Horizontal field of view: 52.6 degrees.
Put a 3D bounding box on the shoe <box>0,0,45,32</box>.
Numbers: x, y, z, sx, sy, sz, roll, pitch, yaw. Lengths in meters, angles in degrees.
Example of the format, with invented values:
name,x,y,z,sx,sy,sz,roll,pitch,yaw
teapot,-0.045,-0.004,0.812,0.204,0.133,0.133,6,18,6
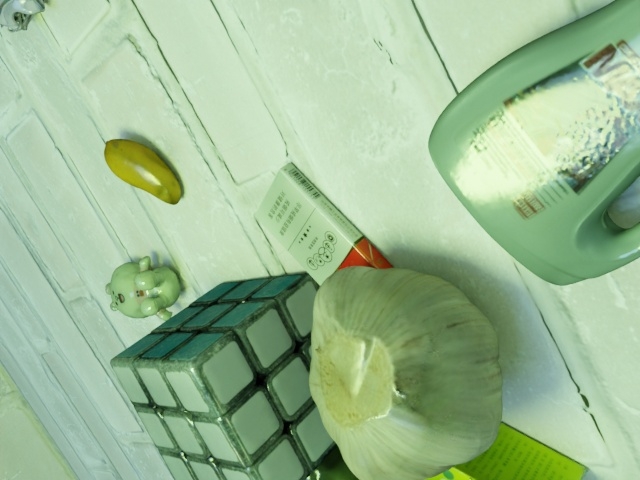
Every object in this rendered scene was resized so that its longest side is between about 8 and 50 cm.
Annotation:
name,x,y,z,sx,sy,sz,roll,pitch,yaw
shoe,-0.636,-0.470,1.299,0.245,0.095,0.138,-23,98,42

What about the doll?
name,x,y,z,sx,sy,sz,roll,pitch,yaw
doll,-0.407,0.117,1.491,0.275,0.113,0.155,-10,101,53

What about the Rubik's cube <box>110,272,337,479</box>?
name,x,y,z,sx,sy,sz,roll,pitch,yaw
Rubik's cube,-0.142,0.265,1.192,0.305,0.301,0.304,-13,108,46

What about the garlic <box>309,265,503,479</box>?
name,x,y,z,sx,sy,sz,roll,pitch,yaw
garlic,0.122,0.180,0.932,0.317,0.259,0.318,-10,74,38

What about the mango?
name,x,y,z,sx,sy,sz,roll,pitch,yaw
mango,-0.354,-0.141,1.280,0.190,0.075,0.098,37,152,12

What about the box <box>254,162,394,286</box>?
name,x,y,z,sx,sy,sz,roll,pitch,yaw
box,0.000,0.000,1.078,0.245,0.035,0.139,44,138,10

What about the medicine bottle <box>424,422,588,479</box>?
name,x,y,z,sx,sy,sz,roll,pitch,yaw
medicine bottle,0.267,0.379,1.019,0.250,0.141,0.137,24,128,29

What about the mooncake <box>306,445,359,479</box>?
name,x,y,z,sx,sy,sz,roll,pitch,yaw
mooncake,0.058,0.534,1.278,0.356,0.194,0.357,23,131,29

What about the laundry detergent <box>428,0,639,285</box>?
name,x,y,z,sx,sy,sz,roll,pitch,yaw
laundry detergent,0.313,-0.130,0.635,0.264,0.124,0.398,52,137,3
